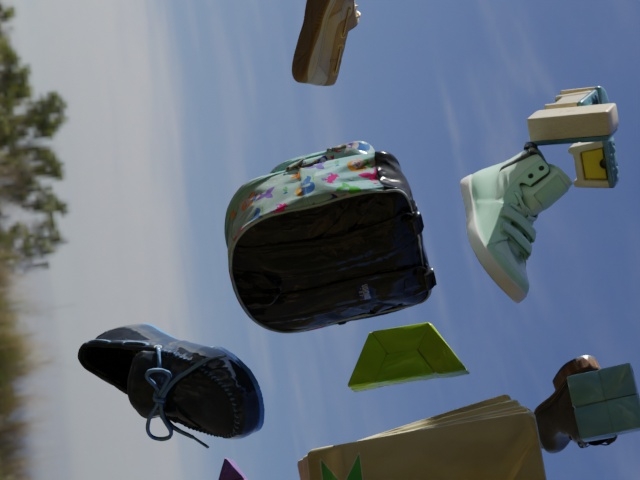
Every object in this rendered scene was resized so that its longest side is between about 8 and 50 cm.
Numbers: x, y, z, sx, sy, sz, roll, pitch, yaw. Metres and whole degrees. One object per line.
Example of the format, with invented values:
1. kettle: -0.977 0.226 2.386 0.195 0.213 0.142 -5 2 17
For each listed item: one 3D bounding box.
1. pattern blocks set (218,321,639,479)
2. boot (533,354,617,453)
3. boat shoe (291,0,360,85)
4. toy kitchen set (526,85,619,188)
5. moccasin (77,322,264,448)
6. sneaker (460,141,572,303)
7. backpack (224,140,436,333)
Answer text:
1. pattern blocks set: 0.073 0.198 0.823 0.026 0.324 0.286 43 45 -63
2. boot: 0.363 0.270 1.693 0.219 0.082 0.106 95 -18 -48
3. boat shoe: 0.016 -0.267 1.421 0.063 0.059 0.170 39 -66 57
4. toy kitchen set: 0.416 -0.138 1.804 0.122 0.207 0.166 -3 -71 31
5. moccasin: -0.208 0.200 1.572 0.342 0.116 0.138 9 -77 50
6. sneaker: 0.289 -0.036 1.674 0.094 0.151 0.256 43 26 -36
7. backpack: 0.000 0.000 1.552 0.191 0.253 0.225 -110 -178 -52
